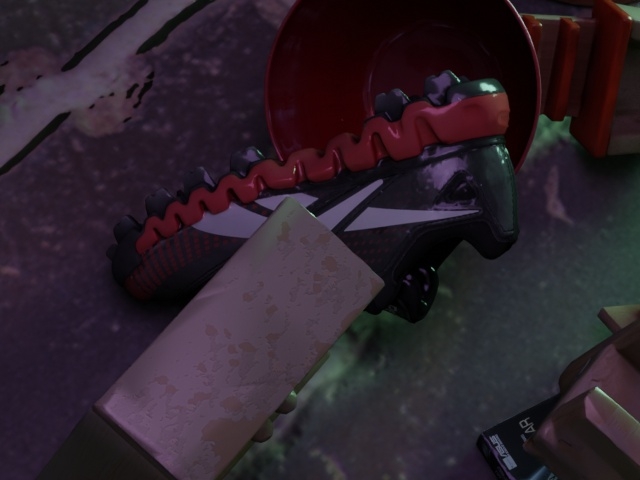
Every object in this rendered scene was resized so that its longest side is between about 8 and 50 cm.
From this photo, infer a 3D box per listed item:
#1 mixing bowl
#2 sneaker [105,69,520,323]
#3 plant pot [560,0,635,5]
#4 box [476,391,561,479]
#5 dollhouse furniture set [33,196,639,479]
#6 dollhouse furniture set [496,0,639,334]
[{"bbox_3d":[0.064,-0.096,1.270,0.181,0.098,0.181,1,95,17],"label":"mixing bowl"},{"bbox_3d":[0.000,0.000,1.195,0.276,0.097,0.135,-20,87,16],"label":"sneaker"},{"bbox_3d":[0.203,-0.289,1.368,0.191,0.174,0.191,4,60,-7],"label":"plant pot"},{"bbox_3d":[0.147,0.143,1.215,0.067,0.018,0.083,-24,67,-18],"label":"box"},{"bbox_3d":[0.044,0.200,1.080,0.394,0.256,0.362,42,66,-1],"label":"dollhouse furniture set"},{"bbox_3d":[0.218,-0.066,1.217,0.135,0.262,0.259,1,23,-17],"label":"dollhouse furniture set"}]
